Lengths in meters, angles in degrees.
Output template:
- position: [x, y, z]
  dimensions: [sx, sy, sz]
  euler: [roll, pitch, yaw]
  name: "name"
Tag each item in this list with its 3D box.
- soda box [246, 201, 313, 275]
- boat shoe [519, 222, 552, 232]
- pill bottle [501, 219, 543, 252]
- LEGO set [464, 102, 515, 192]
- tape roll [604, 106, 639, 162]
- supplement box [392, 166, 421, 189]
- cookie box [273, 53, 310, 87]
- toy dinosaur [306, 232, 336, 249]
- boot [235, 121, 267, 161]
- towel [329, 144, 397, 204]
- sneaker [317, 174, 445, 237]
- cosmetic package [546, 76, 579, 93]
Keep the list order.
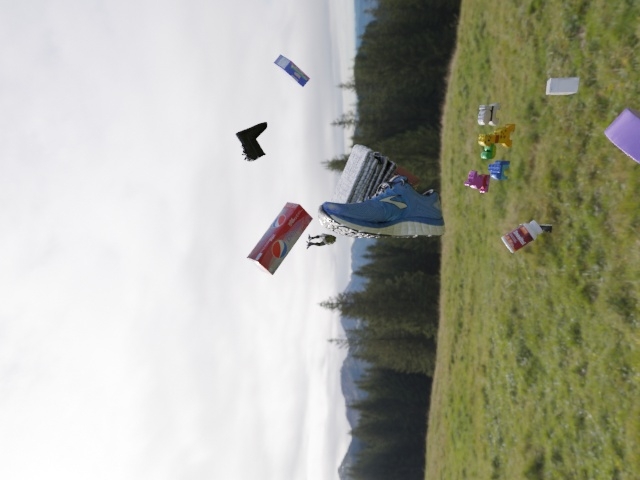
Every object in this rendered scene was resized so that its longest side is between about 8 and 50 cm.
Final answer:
- position: [-0.143, -0.010, 1.520]
  dimensions: [0.092, 0.083, 0.263]
  euler: [46, -111, -33]
  name: "soda box"
- position: [0.957, -0.056, 1.886]
  dimensions: [0.048, 0.132, 0.042]
  euler: [-5, -80, -58]
  name: "boat shoe"
- position: [0.875, -0.020, 1.838]
  dimensions: [0.086, 0.152, 0.086]
  euler: [46, -161, -21]
  name: "pill bottle"
- position: [0.415, -0.229, 1.056]
  dimensions: [0.087, 0.093, 0.228]
  euler: [-149, 58, -63]
  name: "LEGO set"
- position: [1.008, -0.284, 1.273]
  dimensions: [0.275, 0.274, 0.090]
  euler: [-81, 16, -50]
  name: "tape roll"
- position: [0.289, -0.175, 1.630]
  dimensions: [0.080, 0.104, 0.188]
  euler: [-22, -35, -46]
  name: "supplement box"
- position: [-0.095, -0.558, 1.394]
  dimensions: [0.091, 0.040, 0.107]
  euler: [32, -166, -40]
  name: "cookie box"
- position: [0.000, 0.000, 1.820]
  dimensions: [0.268, 0.118, 0.064]
  euler: [-26, -70, -80]
  name: "toy dinosaur"
- position: [-0.204, -0.314, 1.354]
  dimensions: [0.099, 0.121, 0.045]
  euler: [64, 160, -7]
  name: "boot"
- position: [0.138, -0.180, 1.472]
  dimensions: [0.235, 0.121, 0.284]
  euler: [-120, 51, -72]
  name: "towel"
- position: [0.147, -0.080, 1.021]
  dimensions: [0.129, 0.329, 0.147]
  euler: [174, 95, -68]
  name: "sneaker"
- position: [0.960, -0.613, 1.689]
  dimensions: [0.239, 0.098, 0.061]
  euler: [-33, -56, -60]
  name: "cosmetic package"
